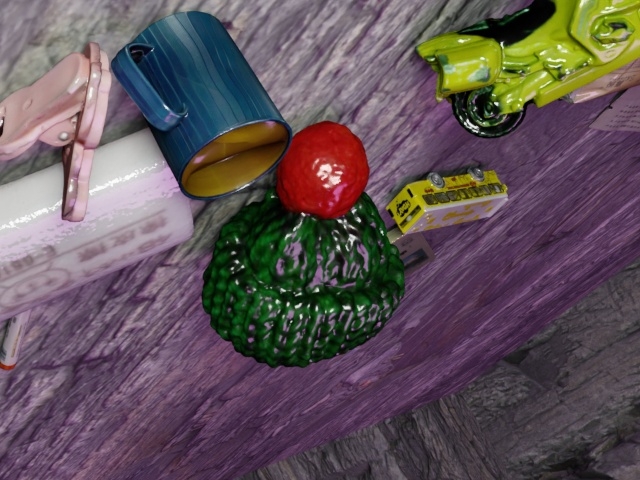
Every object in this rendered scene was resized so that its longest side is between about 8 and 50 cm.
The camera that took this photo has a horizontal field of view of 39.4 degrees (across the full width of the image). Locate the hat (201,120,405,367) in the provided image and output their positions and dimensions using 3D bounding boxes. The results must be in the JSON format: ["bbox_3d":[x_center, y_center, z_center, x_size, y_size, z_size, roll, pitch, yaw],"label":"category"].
[{"bbox_3d":[0.000,0.000,1.169,0.274,0.242,0.332,-30,151,-41],"label":"hat"}]

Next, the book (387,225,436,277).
[{"bbox_3d":[0.114,0.052,1.722,0.215,0.025,0.282,-32,162,7],"label":"book"}]

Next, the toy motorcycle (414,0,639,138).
[{"bbox_3d":[0.276,-0.256,1.016,0.342,0.206,0.142,-24,-176,22],"label":"toy motorcycle"}]

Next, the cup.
[{"bbox_3d":[-0.109,-0.132,0.809,0.113,0.138,0.150,-29,160,-5],"label":"cup"}]

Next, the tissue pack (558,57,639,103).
[{"bbox_3d":[0.438,-0.298,1.179,0.256,0.123,0.215,-16,148,-26],"label":"tissue pack"}]

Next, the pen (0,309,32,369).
[{"bbox_3d":[-0.390,0.109,1.152,0.026,0.026,0.218,-16,155,-35],"label":"pen"}]

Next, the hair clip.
[{"bbox_3d":[-0.213,-0.101,0.790,0.138,0.123,0.102,-34,140,19],"label":"hair clip"}]

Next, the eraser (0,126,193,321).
[{"bbox_3d":[-0.274,-0.008,0.943,0.270,0.095,0.174,-26,157,-16],"label":"eraser"}]

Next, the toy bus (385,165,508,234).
[{"bbox_3d":[0.216,-0.071,1.499,0.226,0.074,0.081,-10,151,-42],"label":"toy bus"}]

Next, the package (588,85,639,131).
[{"bbox_3d":[0.643,-0.272,1.645,0.251,0.062,0.204,-14,153,-29],"label":"package"}]
